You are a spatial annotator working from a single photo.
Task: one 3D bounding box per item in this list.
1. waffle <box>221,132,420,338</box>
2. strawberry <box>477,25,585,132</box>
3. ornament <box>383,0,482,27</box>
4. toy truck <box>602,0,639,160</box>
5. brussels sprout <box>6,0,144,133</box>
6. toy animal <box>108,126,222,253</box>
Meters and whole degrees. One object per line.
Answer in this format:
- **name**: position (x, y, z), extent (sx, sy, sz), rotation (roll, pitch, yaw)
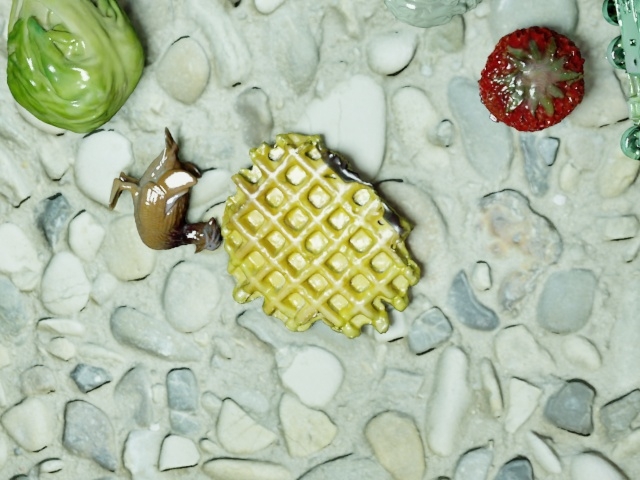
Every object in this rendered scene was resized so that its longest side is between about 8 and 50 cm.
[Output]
- **waffle**: position (-0.001, 0.001, 1.149), extent (0.312, 0.060, 0.307), rotation (13, 109, 7)
- **strawberry**: position (0.279, -0.213, 1.025), extent (0.145, 0.086, 0.145), rotation (2, 105, 8)
- **ornament**: position (0.113, -0.413, 0.985), extent (0.130, 0.120, 0.285), rotation (-13, 101, 31)
- **toy truck**: position (0.451, -0.215, 0.975), extent (0.135, 0.128, 0.259), rotation (-10, 103, -1)
- **brussels sprout**: position (-0.357, -0.262, 1.100), extent (0.223, 0.161, 0.223), rotation (8, 105, 33)
- **toy animal**: position (-0.219, -0.069, 1.164), extent (0.179, 0.089, 0.188), rotation (19, 108, -9)
